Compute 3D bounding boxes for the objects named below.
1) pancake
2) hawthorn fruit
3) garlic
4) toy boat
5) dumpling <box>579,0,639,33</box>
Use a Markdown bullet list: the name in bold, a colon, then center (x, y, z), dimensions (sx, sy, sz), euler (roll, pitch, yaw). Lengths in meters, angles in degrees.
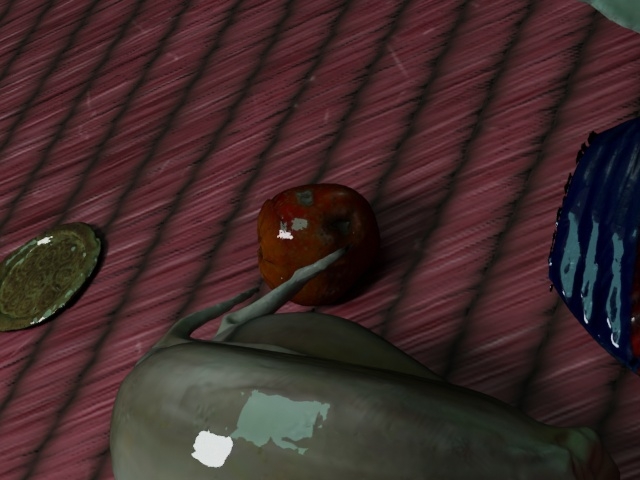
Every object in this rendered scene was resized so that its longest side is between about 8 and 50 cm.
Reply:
- **pancake**: center (-0.219, 0.028, 1.501), dimensions (0.115, 0.011, 0.115), euler (-21, 40, 19)
- **hawthorn fruit**: center (0.000, 0.000, 1.312), dimensions (0.093, 0.093, 0.093), euler (-21, 38, 18)
- **garlic**: center (-0.021, 0.105, 1.080), dimensions (0.246, 0.231, 0.340), euler (-42, 43, -5)
- **toy boat**: center (0.270, 0.011, 1.111), dimensions (0.318, 0.072, 0.219), euler (27, 65, 40)
- **dumpling**: center (0.301, -0.274, 1.296), dimensions (0.321, 0.270, 0.212), euler (-56, 12, 10)
